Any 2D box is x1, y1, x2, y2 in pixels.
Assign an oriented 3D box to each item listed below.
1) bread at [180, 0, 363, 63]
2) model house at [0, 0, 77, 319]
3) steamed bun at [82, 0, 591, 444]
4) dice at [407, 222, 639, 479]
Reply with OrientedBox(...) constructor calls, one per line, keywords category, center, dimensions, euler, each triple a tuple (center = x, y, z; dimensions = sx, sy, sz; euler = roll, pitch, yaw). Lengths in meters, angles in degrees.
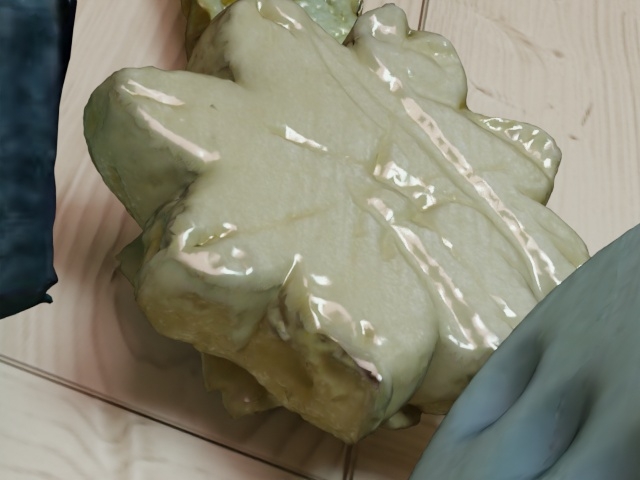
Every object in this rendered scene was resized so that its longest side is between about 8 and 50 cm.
OrientedBox(category="bread", center=(-0.033, -0.145, 0.963), dimensions=(0.128, 0.088, 0.232), euler=(4, 50, -15))
OrientedBox(category="model house", center=(-0.268, -0.076, 0.633), dimensions=(0.291, 0.184, 0.253), euler=(1, 19, -21))
OrientedBox(category="steamed bun", center=(0.000, 0.000, 0.777), dimensions=(0.292, 0.137, 0.295), euler=(15, 48, -22))
OrientedBox(category="dice", center=(0.187, 0.153, 0.564), dimensions=(0.265, 0.262, 0.268), euler=(39, 48, -10))
